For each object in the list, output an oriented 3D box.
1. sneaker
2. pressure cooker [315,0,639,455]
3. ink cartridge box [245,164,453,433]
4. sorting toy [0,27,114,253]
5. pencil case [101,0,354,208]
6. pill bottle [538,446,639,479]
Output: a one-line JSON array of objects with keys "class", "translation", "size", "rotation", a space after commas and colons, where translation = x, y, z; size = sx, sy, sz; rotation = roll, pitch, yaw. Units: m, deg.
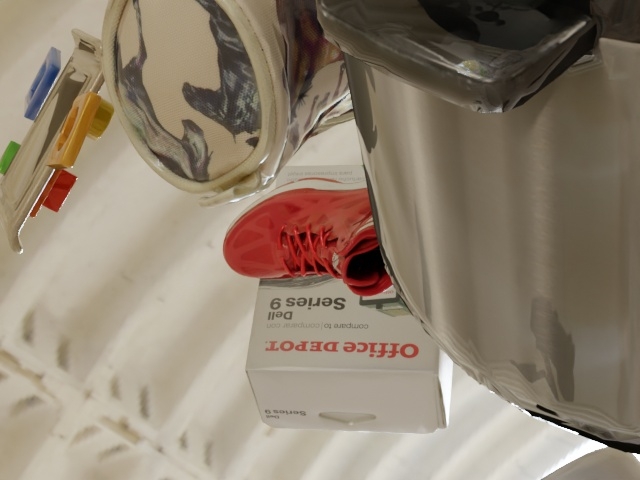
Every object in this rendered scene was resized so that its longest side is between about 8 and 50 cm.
[{"class": "sneaker", "translation": [0.000, 0.000, 1.112], "size": [0.087, 0.221, 0.128], "rotation": [66, -157, -14]}, {"class": "pressure cooker", "translation": [0.183, -0.153, 0.573], "size": [0.420, 0.375, 0.370], "rotation": [77, -171, -48]}, {"class": "ink cartridge box", "translation": [0.045, 0.060, 1.456], "size": [0.121, 0.211, 0.289], "rotation": [77, -164, -51]}, {"class": "sorting toy", "translation": [-0.234, -0.090, 1.175], "size": [0.047, 0.347, 0.196], "rotation": [25, -86, -21]}, {"class": "pencil case", "translation": [0.023, -0.160, 0.927], "size": [0.160, 0.183, 0.410], "rotation": [-34, -1, 44]}, {"class": "pill bottle", "translation": [0.199, 0.265, 0.764], "size": [0.146, 0.264, 0.146], "rotation": [-29, -23, -13]}]
